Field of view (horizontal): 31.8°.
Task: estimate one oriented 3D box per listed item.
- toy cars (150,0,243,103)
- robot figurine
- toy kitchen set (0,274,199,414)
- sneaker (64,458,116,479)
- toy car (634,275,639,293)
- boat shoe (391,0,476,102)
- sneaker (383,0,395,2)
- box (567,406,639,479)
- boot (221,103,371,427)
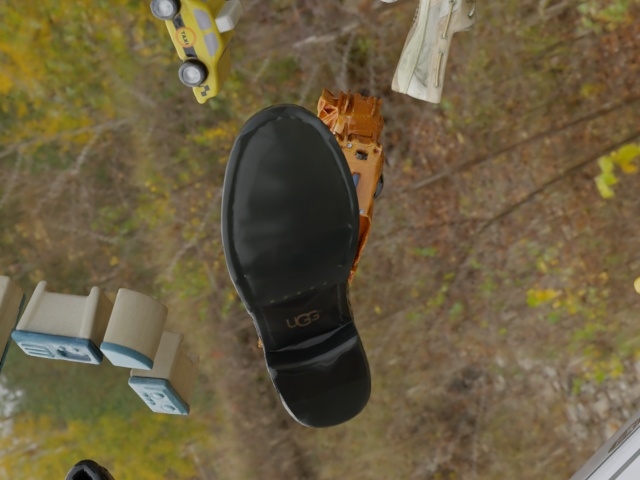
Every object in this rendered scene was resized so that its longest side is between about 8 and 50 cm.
[{"bbox_3d":[-0.159,-0.379,1.448,0.176,0.087,0.393,25,-125,-70],"label":"toy cars"},{"bbox_3d":[0.000,0.000,1.167,0.211,0.085,0.291,-84,10,-65],"label":"robot figurine"},{"bbox_3d":[-0.249,0.131,1.123,0.166,0.207,0.122,69,-150,-59],"label":"toy kitchen set"},{"bbox_3d":[-0.218,0.292,0.878,0.267,0.101,0.106,-72,-21,-49],"label":"sneaker"},{"bbox_3d":[0.633,0.075,1.896,0.136,0.182,0.159,68,-170,21],"label":"toy car"},{"bbox_3d":[0.205,-0.372,1.815,0.109,0.098,0.302,-60,-10,-72],"label":"boat shoe"},{"bbox_3d":[0.077,-0.467,1.512,0.114,0.152,0.305,26,-114,-72],"label":"sneaker"},{"bbox_3d":[0.201,0.183,0.601,0.169,0.290,0.087,42,-166,10],"label":"box"},{"bbox_3d":[-0.033,-0.009,0.841,0.229,0.091,0.263,-113,14,-60],"label":"boot"}]
